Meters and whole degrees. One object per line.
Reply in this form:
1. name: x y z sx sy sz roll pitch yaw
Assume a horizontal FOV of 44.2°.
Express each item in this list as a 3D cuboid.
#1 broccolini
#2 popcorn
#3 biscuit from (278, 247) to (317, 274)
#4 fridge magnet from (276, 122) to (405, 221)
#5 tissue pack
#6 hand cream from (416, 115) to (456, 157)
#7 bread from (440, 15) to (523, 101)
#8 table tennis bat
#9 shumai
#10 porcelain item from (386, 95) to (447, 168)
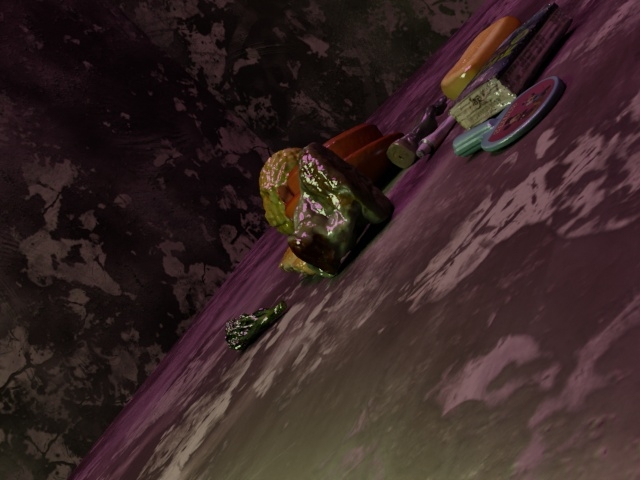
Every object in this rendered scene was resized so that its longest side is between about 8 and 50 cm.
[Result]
1. broccolini: -0.139 0.195 1.787 0.203 0.068 0.091 -23 34 36
2. popcorn: -0.073 -0.151 2.418 0.270 0.258 0.224 -55 13 1
3. biscuit: -0.001 -0.001 1.801 0.213 0.091 0.274 -51 5 -15
4. fridge magnet: 0.057 -0.172 2.002 0.364 0.155 0.363 -33 -5 -4
5. tissue pack: 0.359 -0.327 1.491 0.235 0.073 0.173 -51 8 -25
6. hand cream: 0.269 -0.245 1.771 0.052 0.038 0.216 -6 29 42
7. bread: 0.356 -0.378 1.684 0.217 0.098 0.147 -52 9 -18
8. table tennis bat: 0.296 -0.187 1.270 0.153 0.040 0.244 -52 13 -27
9. shumai: 0.009 -0.065 1.627 0.203 0.222 0.272 -50 15 17
10. porcelain item: 0.242 -0.268 1.887 0.215 0.069 0.081 -52 -3 -28
